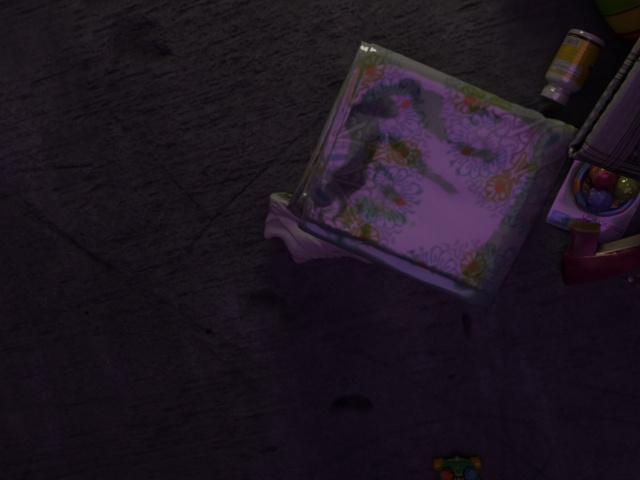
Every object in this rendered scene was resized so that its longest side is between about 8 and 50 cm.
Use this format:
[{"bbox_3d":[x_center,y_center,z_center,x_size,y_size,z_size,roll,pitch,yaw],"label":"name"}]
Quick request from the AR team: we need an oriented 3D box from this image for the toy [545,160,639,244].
[{"bbox_3d":[0.506,-0.111,1.108,0.137,0.056,0.237,22,104,4],"label":"toy"}]

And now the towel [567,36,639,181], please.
[{"bbox_3d":[0.566,-0.230,0.970,0.312,0.056,0.324,10,118,-30],"label":"towel"}]

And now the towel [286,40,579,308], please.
[{"bbox_3d":[0.169,-0.102,1.030,0.375,0.090,0.320,24,105,2],"label":"towel"}]

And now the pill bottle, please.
[{"bbox_3d":[0.419,-0.288,1.080,0.065,0.065,0.116,27,104,2],"label":"pill bottle"}]

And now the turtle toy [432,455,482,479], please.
[{"bbox_3d":[0.272,0.482,1.256,0.095,0.066,0.130,-6,100,9],"label":"turtle toy"}]

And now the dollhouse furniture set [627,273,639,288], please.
[{"bbox_3d":[0.604,0.039,1.150,0.081,0.091,0.114,2,77,48],"label":"dollhouse furniture set"}]

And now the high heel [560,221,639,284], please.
[{"bbox_3d":[0.542,0.045,1.099,0.244,0.082,0.117,9,116,20],"label":"high heel"}]

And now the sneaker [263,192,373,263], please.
[{"bbox_3d":[0.000,0.000,1.196,0.232,0.090,0.115,25,111,12],"label":"sneaker"}]

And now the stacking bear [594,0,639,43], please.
[{"bbox_3d":[0.516,-0.380,1.004,0.175,0.164,0.289,-21,107,28],"label":"stacking bear"}]
